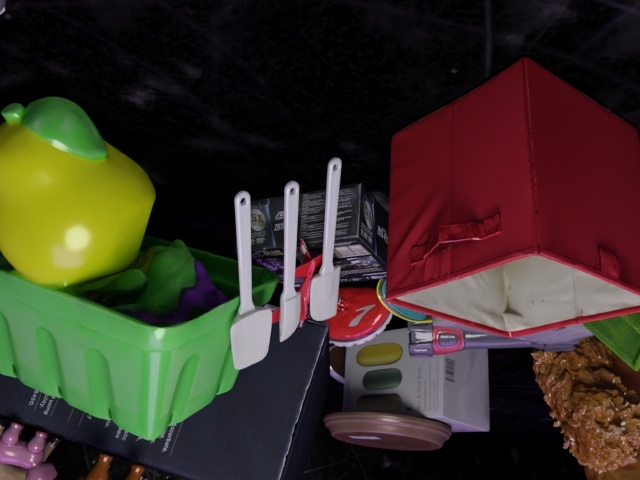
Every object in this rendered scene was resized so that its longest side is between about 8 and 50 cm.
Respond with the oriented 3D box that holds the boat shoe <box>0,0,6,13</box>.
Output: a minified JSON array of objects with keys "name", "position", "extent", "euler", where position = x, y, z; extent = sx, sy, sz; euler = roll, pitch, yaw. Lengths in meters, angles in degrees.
[{"name":"boat shoe","position":[-0.312,-0.187,0.510],"extent":[0.206,0.065,0.075],"euler":[-9,154,29]}]

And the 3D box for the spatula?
[{"name":"spatula","position":[-0.036,0.031,0.743],"extent":[0.168,0.019,0.242],"euler":[-22,133,-30]}]

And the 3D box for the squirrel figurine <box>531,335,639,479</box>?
[{"name":"squirrel figurine","position":[0.569,0.376,1.314],"extent":[0.281,0.370,0.397],"euler":[-14,151,38]}]

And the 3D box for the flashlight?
[{"name":"flashlight","position":[0.318,0.168,1.230],"extent":[0.304,0.103,0.103],"euler":[-4,152,7]}]

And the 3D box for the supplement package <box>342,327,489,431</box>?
[{"name":"supplement package","position":[0.214,0.318,1.459],"extent":[0.263,0.199,0.198],"euler":[-16,150,39]}]

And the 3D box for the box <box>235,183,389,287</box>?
[{"name":"box","position":[0.000,0.000,0.889],"extent":[0.180,0.077,0.147],"euler":[-8,154,26]}]

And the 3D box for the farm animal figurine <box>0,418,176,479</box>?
[{"name":"farm animal figurine","position":[-0.362,0.409,0.983],"extent":[0.330,0.172,0.327],"euler":[-1,150,39]}]

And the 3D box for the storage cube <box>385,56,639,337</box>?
[{"name":"storage cube","position":[0.193,-0.028,0.642],"extent":[0.215,0.193,0.184],"euler":[19,153,-31]}]

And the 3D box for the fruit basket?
[{"name":"fruit basket","position":[-0.262,0.010,0.782],"extent":[0.392,0.392,0.283],"euler":[-9,-174,29]}]

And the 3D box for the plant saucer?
[{"name":"plant saucer","position":[0.141,0.413,1.394],"extent":[0.278,0.041,0.278],"euler":[7,156,3]}]

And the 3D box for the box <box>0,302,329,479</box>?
[{"name":"box","position":[-0.241,0.275,1.195],"extent":[0.472,0.297,0.480],"euler":[14,158,7]}]

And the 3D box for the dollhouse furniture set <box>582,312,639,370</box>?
[{"name":"dollhouse furniture set","position":[0.412,-0.014,0.756],"extent":[0.198,0.151,0.301],"euler":[-30,143,-12]}]

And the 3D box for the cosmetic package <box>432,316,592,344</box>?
[{"name":"cosmetic package","position":[0.311,0.098,1.043],"extent":[0.238,0.107,0.127],"euler":[8,160,-16]}]

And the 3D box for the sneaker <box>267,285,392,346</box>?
[{"name":"sneaker","position":[-0.009,0.124,1.164],"extent":[0.279,0.107,0.118],"euler":[-5,151,20]}]

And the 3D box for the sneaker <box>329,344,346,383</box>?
[{"name":"sneaker","position":[0.092,0.329,1.627],"extent":[0.290,0.106,0.123],"euler":[22,149,-39]}]

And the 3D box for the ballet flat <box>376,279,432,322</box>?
[{"name":"ballet flat","position":[0.180,0.107,1.133],"extent":[0.231,0.077,0.077],"euler":[14,172,-26]}]

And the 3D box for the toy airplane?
[{"name":"toy airplane","position":[-0.020,0.063,0.830],"extent":[0.028,0.151,0.151],"euler":[34,173,31]}]
